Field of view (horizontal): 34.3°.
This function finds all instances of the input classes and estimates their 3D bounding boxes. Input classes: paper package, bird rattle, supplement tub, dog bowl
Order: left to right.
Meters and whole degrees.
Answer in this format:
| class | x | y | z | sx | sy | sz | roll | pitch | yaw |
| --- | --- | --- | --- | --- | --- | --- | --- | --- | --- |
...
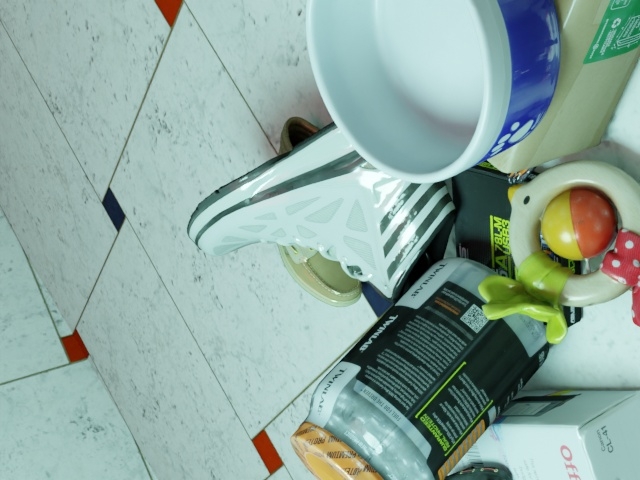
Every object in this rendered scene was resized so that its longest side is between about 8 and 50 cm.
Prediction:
| class | x | y | z | sx | sy | sz | roll | pitch | yaw |
| --- | --- | --- | --- | --- | --- | --- | --- | --- | --- |
| supplement tub | 0.122 | 0.187 | 1.297 | 0.193 | 0.316 | 0.193 | 39 | 158 | 19 |
| dog bowl | 0.106 | -0.197 | 1.035 | 0.265 | 0.104 | 0.265 | 34 | 136 | 40 |
| paper package | 0.198 | -0.284 | 1.098 | 0.309 | 0.168 | 0.325 | 45 | 141 | 29 |
| bird rattle | 0.295 | 0.011 | 1.140 | 0.253 | 0.143 | 0.207 | -17 | 77 | 38 |

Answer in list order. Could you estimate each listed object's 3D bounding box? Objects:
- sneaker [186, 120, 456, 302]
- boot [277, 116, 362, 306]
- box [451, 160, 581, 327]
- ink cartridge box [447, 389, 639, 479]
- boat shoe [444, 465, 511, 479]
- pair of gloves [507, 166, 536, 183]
| class | x | y | z | sx | sy | sz | roll | pitch | yaw |
| --- | --- | --- | --- | --- | --- | --- | --- | --- | --- |
| sneaker | 0.000 | 0.000 | 1.448 | 0.447 | 0.169 | 0.257 | -27 | 90 | 43 |
| boot | -0.001 | -0.044 | 1.613 | 0.262 | 0.095 | 0.203 | 57 | 145 | 24 |
| box | 0.247 | 0.000 | 1.316 | 0.184 | 0.045 | 0.190 | 21 | 125 | 47 |
| ink cartridge box | 0.302 | 0.317 | 1.349 | 0.306 | 0.131 | 0.226 | -13 | 98 | 57 |
| boat shoe | 0.198 | 0.320 | 1.347 | 0.049 | 0.042 | 0.133 | 49 | 151 | -9 |
| pair of gloves | 0.239 | -0.114 | 1.254 | 0.074 | 0.010 | 0.083 | -52 | 46 | 23 |
